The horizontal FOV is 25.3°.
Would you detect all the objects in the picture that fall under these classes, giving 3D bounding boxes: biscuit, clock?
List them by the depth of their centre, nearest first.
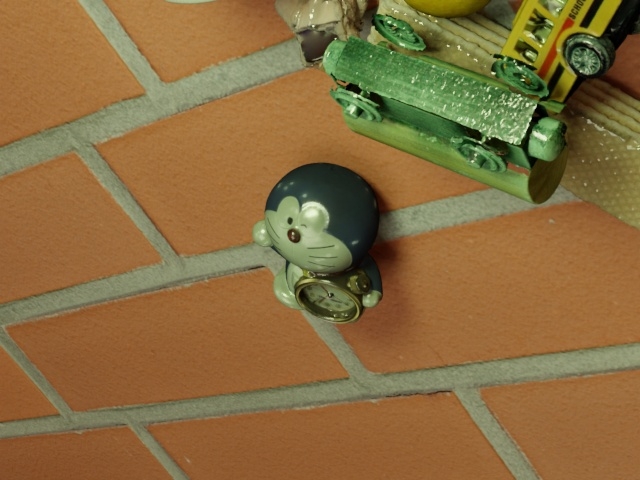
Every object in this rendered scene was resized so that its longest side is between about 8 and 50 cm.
[{"bbox_3d":[0.246,-0.153,1.668,0.426,0.078,0.144,31,144,8],"label":"biscuit"},{"bbox_3d":[0.000,0.000,1.967,0.199,0.146,0.243,18,143,15],"label":"clock"}]

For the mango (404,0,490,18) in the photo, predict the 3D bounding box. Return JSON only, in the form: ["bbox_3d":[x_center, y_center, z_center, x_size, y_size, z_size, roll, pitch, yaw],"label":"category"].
[{"bbox_3d":[0.153,-0.326,1.548,0.137,0.098,0.195,42,135,-3],"label":"mango"}]

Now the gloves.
[{"bbox_3d":[0.010,-0.270,1.700,0.110,0.144,0.094,6,174,35],"label":"gloves"}]

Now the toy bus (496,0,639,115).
[{"bbox_3d":[0.296,-0.280,1.466,0.123,0.121,0.335,37,144,11],"label":"toy bus"}]

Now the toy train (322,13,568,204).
[{"bbox_3d":[0.149,-0.147,1.586,0.307,0.126,0.189,24,177,30],"label":"toy train"}]

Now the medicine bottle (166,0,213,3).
[{"bbox_3d":[-0.146,-0.435,1.538,0.245,0.245,0.306,7,135,32],"label":"medicine bottle"}]
